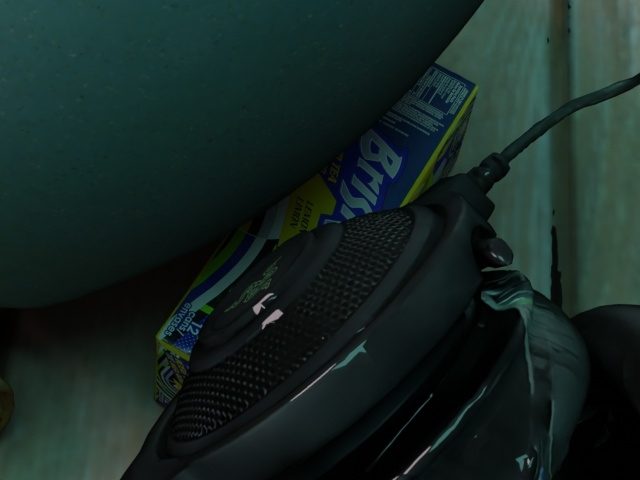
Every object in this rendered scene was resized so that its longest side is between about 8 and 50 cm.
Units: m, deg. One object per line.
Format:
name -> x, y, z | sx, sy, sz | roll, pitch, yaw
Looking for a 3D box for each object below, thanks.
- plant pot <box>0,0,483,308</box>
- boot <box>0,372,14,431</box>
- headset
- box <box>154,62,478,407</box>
plant pot -> -0.102, -0.093, 0.519 | 0.290, 0.195, 0.290 | 26, 19, -10
boot -> -0.281, 0.012, 0.531 | 0.236, 0.089, 0.269 | -31, 70, -22
headset -> 0.078, 0.060, 0.451 | 0.243, 0.185, 0.394 | 19, 78, -19
box -> 0.000, 0.000, 0.590 | 0.054, 0.059, 0.169 | 28, 60, 10
